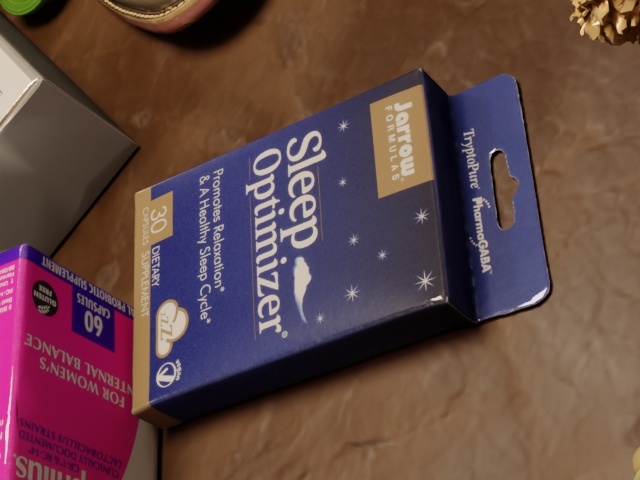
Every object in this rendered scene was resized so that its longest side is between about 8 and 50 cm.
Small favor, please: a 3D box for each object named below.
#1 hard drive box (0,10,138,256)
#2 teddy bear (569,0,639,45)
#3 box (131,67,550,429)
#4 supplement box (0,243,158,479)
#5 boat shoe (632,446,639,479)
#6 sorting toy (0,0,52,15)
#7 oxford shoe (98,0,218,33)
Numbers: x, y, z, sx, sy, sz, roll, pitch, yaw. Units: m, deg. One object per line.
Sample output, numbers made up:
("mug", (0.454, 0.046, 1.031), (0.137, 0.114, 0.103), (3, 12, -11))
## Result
("hard drive box", (-0.251, -0.062, 0.886), (0.181, 0.089, 0.232), (-50, 46, 4))
("teddy bear", (0.186, -0.178, 0.551), (0.245, 0.113, 0.338), (-28, 71, 29))
("box", (0.000, 0.000, 0.699), (0.225, 0.036, 0.136), (-21, 55, 25))
("supplement box", (-0.157, 0.131, 0.691), (0.114, 0.111, 0.220), (-19, 56, 27))
("boat shoe", (0.230, 0.023, 0.463), (0.285, 0.104, 0.089), (-41, 51, 12))
("sorting toy", (-0.207, -0.193, 0.966), (0.102, 0.042, 0.061), (35, 105, 32))
("oxford shoe", (-0.159, -0.253, 0.894), (0.123, 0.130, 0.348), (-46, 47, 7))
